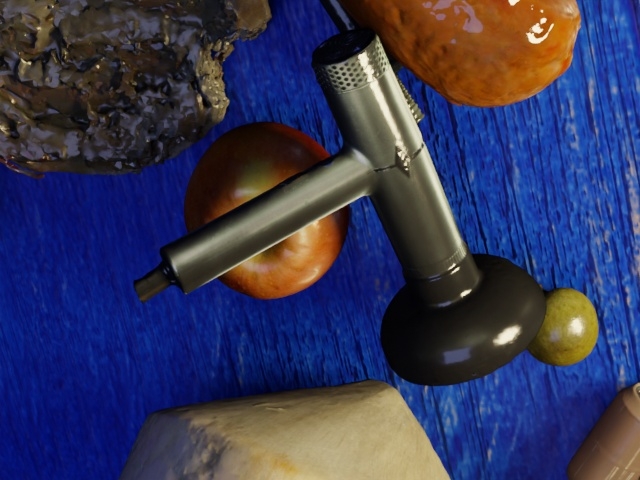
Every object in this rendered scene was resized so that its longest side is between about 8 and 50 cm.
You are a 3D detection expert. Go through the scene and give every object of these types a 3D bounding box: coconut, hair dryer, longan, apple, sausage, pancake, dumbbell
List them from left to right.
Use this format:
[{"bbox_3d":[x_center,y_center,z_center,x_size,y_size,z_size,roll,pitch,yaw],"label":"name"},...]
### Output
[{"bbox_3d":[-0.231,-0.224,1.725,0.382,0.071,0.382,5,120,8],"label":"pancake"},{"bbox_3d":[-0.050,-0.031,1.728,0.163,0.139,0.163,3,116,6],"label":"apple"},{"bbox_3d":[-0.025,0.317,1.749,0.415,0.344,0.415,1,84,-12],"label":"coconut"},{"bbox_3d":[0.003,0.006,1.636,0.284,0.156,0.320,-29,117,11],"label":"hair dryer"},{"bbox_3d":[0.018,-0.210,1.658,0.081,0.081,0.254,-30,98,28],"label":"dumbbell"},{"bbox_3d":[0.102,-0.226,1.572,0.268,0.153,0.141,45,128,-8],"label":"sausage"},{"bbox_3d":[0.218,0.076,1.707,0.075,0.075,0.083,-47,54,29],"label":"longan"},{"bbox_3d":[0.334,0.219,1.726,0.182,0.064,0.117,30,117,-1],"label":"hair dryer"}]
